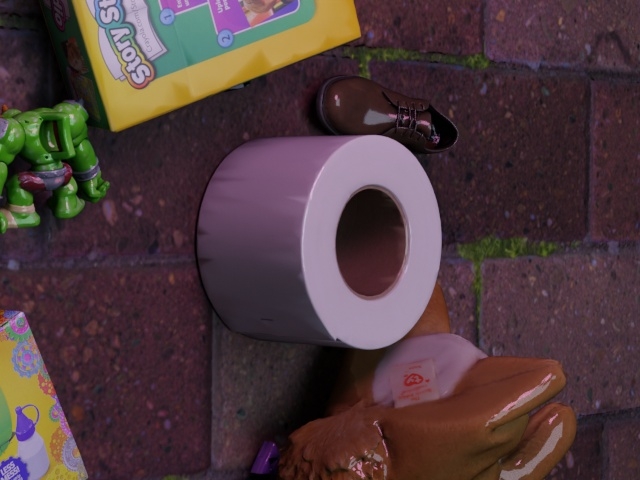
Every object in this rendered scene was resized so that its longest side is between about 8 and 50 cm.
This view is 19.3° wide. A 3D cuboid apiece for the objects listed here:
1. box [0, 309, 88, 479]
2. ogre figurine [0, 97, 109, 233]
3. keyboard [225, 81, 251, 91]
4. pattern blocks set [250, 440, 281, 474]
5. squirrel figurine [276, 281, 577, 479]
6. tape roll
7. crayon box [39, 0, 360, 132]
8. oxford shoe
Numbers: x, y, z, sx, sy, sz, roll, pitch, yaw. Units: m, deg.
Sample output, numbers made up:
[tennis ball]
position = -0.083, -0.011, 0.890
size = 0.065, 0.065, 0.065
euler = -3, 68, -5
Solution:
[box]
position = -0.417, 0.195, 1.633
size = 0.290, 0.279, 0.177
euler = -36, 117, -40
[ogre figurine]
position = -0.285, -0.078, 1.904
size = 0.197, 0.097, 0.118
euler = -10, 111, -36
[keyboard]
position = -0.107, -0.264, 2.147
size = 0.100, 0.038, 0.192
euler = 0, 93, -24
[pattern blocks set]
position = 0.023, 0.324, 2.305
size = 0.325, 0.026, 0.285
euler = 23, 75, -46
[squirrel figurine]
position = 0.132, 0.318, 2.261
size = 0.397, 0.281, 0.370
euler = -39, 131, -24
[tape roll]
position = 0.000, 0.000, 2.163
size = 0.246, 0.169, 0.246
euler = -4, 95, -47
[crayon box]
position = -0.151, -0.336, 1.967
size = 0.313, 0.106, 0.363
euler = -23, 109, -23
[oxford shoe]
position = 0.086, -0.156, 2.306
size = 0.227, 0.096, 0.083
euler = 10, 86, -46
